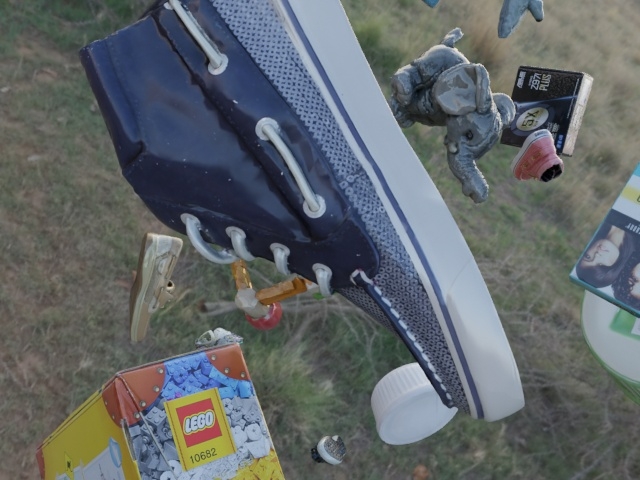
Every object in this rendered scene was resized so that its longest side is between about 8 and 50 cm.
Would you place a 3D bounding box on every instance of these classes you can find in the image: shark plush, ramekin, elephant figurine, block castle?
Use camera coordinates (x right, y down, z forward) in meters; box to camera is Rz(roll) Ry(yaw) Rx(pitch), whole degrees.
[{"bbox_3d":[0.312,-0.398,0.960,0.067,0.161,0.073,-25,52,-29],"label":"shark plush"},{"bbox_3d":[0.280,0.492,1.896,0.273,0.272,0.127,11,33,-32],"label":"ramekin"},{"bbox_3d":[0.238,-0.209,1.018,0.169,0.186,0.239,-25,48,-33],"label":"elephant figurine"},{"bbox_3d":[0.000,0.000,1.455,0.213,0.454,0.302,58,13,-69],"label":"block castle"},{"bbox_3d":[0.591,0.132,1.029,0.148,0.303,0.303,31,30,-39],"label":"ramekin"}]

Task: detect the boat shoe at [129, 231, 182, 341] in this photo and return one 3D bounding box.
[{"bbox_3d":[-0.453,0.140,1.691,0.110,0.341,0.121,8,30,-23],"label":"boat shoe"}]

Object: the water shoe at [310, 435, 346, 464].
[{"bbox_3d":[0.013,0.558,1.617,0.072,0.080,0.203,62,6,20],"label":"water shoe"}]

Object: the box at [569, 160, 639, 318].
[{"bbox_3d":[0.425,-0.031,0.787,0.101,0.244,0.060,32,3,25],"label":"box"}]

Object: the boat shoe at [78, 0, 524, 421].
[{"bbox_3d":[-0.011,-0.014,0.398,0.340,0.158,0.127,62,4,-2],"label":"boat shoe"}]

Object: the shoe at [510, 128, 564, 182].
[{"bbox_3d":[0.437,-0.145,1.253,0.064,0.178,0.081,-15,69,-2],"label":"shoe"}]

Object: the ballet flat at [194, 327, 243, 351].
[{"bbox_3d":[-0.187,0.178,1.109,0.041,0.114,0.041,27,53,-43],"label":"ballet flat"}]

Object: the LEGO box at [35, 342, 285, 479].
[{"bbox_3d":[-0.258,0.426,0.967,0.193,0.500,0.372,-8,69,-39],"label":"LEGO box"}]

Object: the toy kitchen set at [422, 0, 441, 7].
[{"bbox_3d":[0.100,-0.415,0.801,0.207,0.122,0.166,40,26,0],"label":"toy kitchen set"}]

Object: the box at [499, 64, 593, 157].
[{"bbox_3d":[0.504,-0.289,1.388,0.147,0.180,0.078,21,15,36],"label":"box"}]
